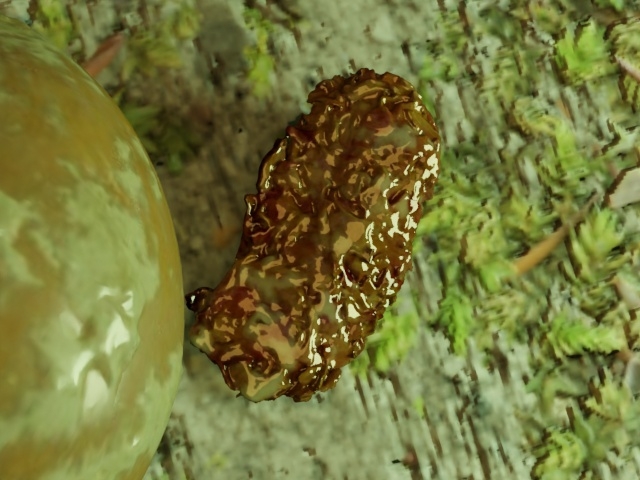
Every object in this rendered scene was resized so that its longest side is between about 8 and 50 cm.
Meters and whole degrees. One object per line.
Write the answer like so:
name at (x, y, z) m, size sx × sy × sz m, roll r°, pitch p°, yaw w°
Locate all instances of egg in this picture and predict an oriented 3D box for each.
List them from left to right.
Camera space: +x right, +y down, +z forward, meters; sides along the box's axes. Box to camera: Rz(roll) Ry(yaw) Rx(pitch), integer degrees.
egg at (-0.148, 0.026, 0.408) m, size 0.204 × 0.203 × 0.245 m, roll 7°, pitch 73°, yaw -10°

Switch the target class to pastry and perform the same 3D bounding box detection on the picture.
pastry at (0.002, 0.001, 0.516) m, size 0.087 × 0.063 × 0.169 m, roll 29°, pitch 82°, yaw 3°
